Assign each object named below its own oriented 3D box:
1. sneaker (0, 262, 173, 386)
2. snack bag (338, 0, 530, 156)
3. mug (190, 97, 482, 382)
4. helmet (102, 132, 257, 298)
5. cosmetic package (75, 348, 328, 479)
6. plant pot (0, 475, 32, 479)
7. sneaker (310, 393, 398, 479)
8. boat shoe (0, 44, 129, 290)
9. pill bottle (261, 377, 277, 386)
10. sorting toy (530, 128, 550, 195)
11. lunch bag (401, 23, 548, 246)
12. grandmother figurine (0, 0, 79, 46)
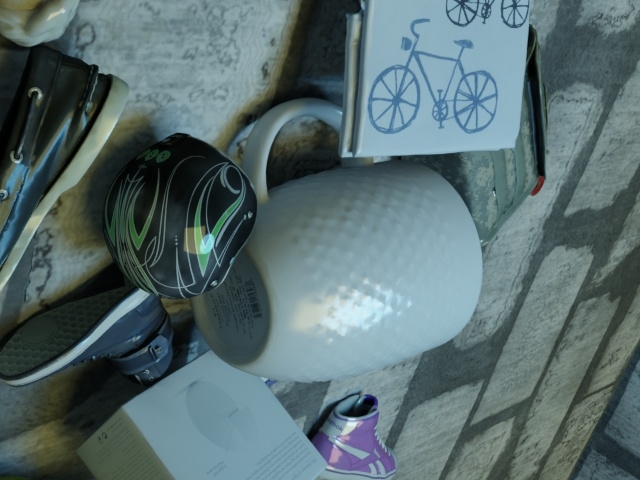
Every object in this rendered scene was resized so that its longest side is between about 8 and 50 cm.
[{"bbox_3d":[-0.273,0.139,1.188,0.226,0.086,0.163,-36,140,-29],"label":"sneaker"},{"bbox_3d":[0.158,-0.276,1.252,0.323,0.037,0.342,-8,108,-40],"label":"snack bag"},{"bbox_3d":[0.000,0.000,1.288,0.328,0.276,0.373,-13,99,-42],"label":"mug"},{"bbox_3d":[-0.166,-0.020,1.113,0.161,0.170,0.169,-60,152,-26],"label":"helmet"},{"bbox_3d":[-0.151,0.286,1.287,0.138,0.224,0.224,-44,171,37],"label":"cosmetic package"},{"bbox_3d":[-0.339,0.426,1.236,0.276,0.276,0.254,-49,135,-10],"label":"plant pot"},{"bbox_3d":[0.093,0.375,1.866,0.282,0.102,0.161,21,99,-57],"label":"sneaker"},{"bbox_3d":[-0.324,-0.040,0.943,0.113,0.127,0.340,34,99,-29],"label":"boat shoe"},{"bbox_3d":[-0.084,0.186,1.493,0.120,0.067,0.067,-32,141,-31],"label":"pill bottle"},{"bbox_3d":[0.368,-0.147,1.798,0.275,0.046,0.132,3,117,-53],"label":"sorting toy"},{"bbox_3d":[0.263,-0.174,1.528,0.287,0.169,0.235,-45,141,-27],"label":"lunch bag"},{"bbox_3d":[-0.278,-0.295,0.787,0.208,0.104,0.342,-19,144,-4],"label":"grandmother figurine"}]
